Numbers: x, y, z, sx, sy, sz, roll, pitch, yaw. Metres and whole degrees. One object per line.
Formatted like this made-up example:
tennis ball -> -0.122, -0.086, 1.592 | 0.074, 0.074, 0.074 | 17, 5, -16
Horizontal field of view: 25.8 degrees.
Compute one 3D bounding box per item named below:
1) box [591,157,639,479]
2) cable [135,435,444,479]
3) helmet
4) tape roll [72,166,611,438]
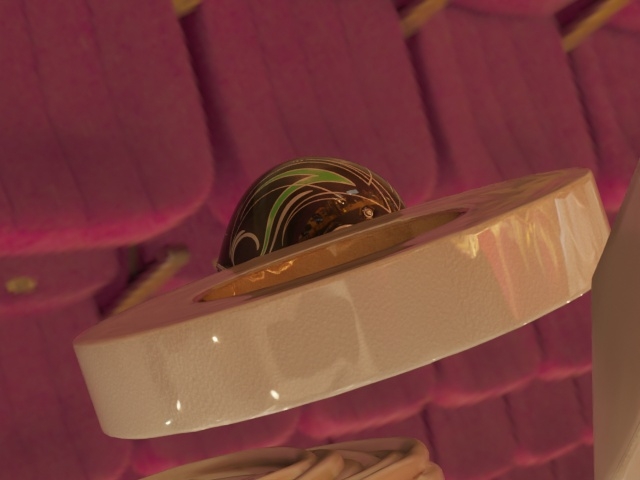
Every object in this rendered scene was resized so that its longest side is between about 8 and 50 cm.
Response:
box -> 0.312, 0.025, 0.589 | 0.345, 0.168, 0.215 | 14, 126, 0
cable -> -0.074, 0.139, 0.488 | 0.257, 0.089, 0.257 | -16, 177, -1
helmet -> 0.000, 0.000, 1.300 | 0.161, 0.169, 0.169 | -52, 164, -7
tape roll -> 0.016, 0.039, 0.996 | 0.392, 0.072, 0.392 | -19, -176, 1
